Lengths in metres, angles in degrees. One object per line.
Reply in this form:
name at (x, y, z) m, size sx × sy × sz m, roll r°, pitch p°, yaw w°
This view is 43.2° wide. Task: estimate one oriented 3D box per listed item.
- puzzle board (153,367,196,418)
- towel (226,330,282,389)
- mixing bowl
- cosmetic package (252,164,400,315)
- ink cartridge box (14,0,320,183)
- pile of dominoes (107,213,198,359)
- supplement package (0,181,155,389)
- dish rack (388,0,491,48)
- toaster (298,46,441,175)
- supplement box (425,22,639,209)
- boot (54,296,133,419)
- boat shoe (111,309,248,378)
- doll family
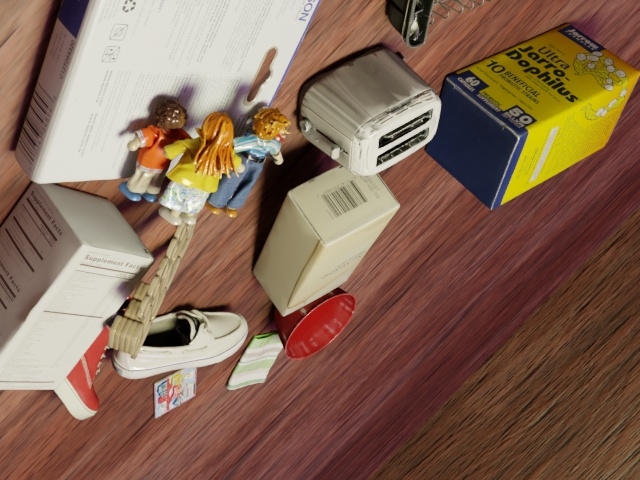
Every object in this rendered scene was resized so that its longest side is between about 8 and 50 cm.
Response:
puzzle board at (-0.288, 0.299, 1.609) m, size 0.096 × 0.011 × 0.128 m, roll -26°, pitch 148°, yaw -30°
towel at (-0.132, 0.258, 1.742) m, size 0.113 × 0.023 × 0.152 m, roll -8°, pitch 135°, yaw -49°
mixing bowl at (-0.026, 0.144, 1.645) m, size 0.181 × 0.098 × 0.181 m, roll -32°, pitch 151°, yaw -21°
cosmetic package at (0.000, 0.000, 1.384) m, size 0.160 × 0.113 × 0.309 m, roll -28°, pitch 164°, yaw -25°
ink cartridge box at (-0.175, -0.222, 0.991) m, size 0.330 × 0.071 × 0.324 m, roll -11°, pitch 139°, yaw -50°
pile of dominoes at (-0.232, 0.037, 1.150) m, size 0.196 × 0.040 × 0.251 m, roll 118°, pitch -8°, yaw -56°
supplement package at (-0.360, 0.064, 1.064) m, size 0.244 × 0.134 × 0.139 m, roll -50°, pitch 151°, yaw 12°
dish rack at (0.221, -0.428, 1.217) m, size 0.271 × 0.074 × 0.208 m, roll -28°, pitch 149°, yaw -27°
toaster at (0.086, -0.203, 1.269) m, size 0.227 × 0.146 × 0.129 m, roll -30°, pitch 150°, yaw -24°
supplement box at (0.412, -0.249, 1.579) m, size 0.356 × 0.194 × 0.195 m, roll -28°, pitch 148°, yaw -28°
boot at (-0.353, 0.177, 1.285) m, size 0.176 × 0.088 × 0.244 m, roll -34°, pitch 147°, yaw -20°
boat shoe at (-0.235, 0.163, 1.415) m, size 0.267 × 0.096 × 0.088 m, roll -8°, pitch 141°, yaw -36°
doll family at (-0.117, -0.103, 1.036) m, size 0.262 × 0.118 × 0.163 m, roll -8°, pitch 136°, yaw -50°
